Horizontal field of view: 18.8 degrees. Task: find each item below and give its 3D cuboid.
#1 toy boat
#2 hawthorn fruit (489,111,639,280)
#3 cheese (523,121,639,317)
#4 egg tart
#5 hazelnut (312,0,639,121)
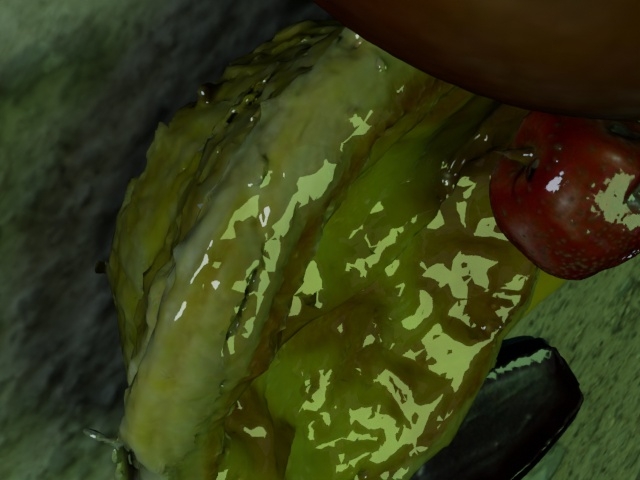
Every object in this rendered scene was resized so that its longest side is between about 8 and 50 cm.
[{"bbox_3d":[0.080,0.142,1.310,0.223,0.100,0.097,-34,-179,-26],"label":"toy boat"},{"bbox_3d":[0.122,-0.029,0.935,0.093,0.093,0.093,-38,147,-30],"label":"hawthorn fruit"},{"bbox_3d":[0.115,-0.011,1.185,0.171,0.093,0.126,-50,154,-11],"label":"cheese"},{"bbox_3d":[0.000,-0.001,0.978,0.341,0.132,0.341,-37,145,-32],"label":"egg tart"},{"bbox_3d":[0.118,-0.225,0.707,0.366,0.366,0.366,-38,147,-30],"label":"hazelnut"}]
